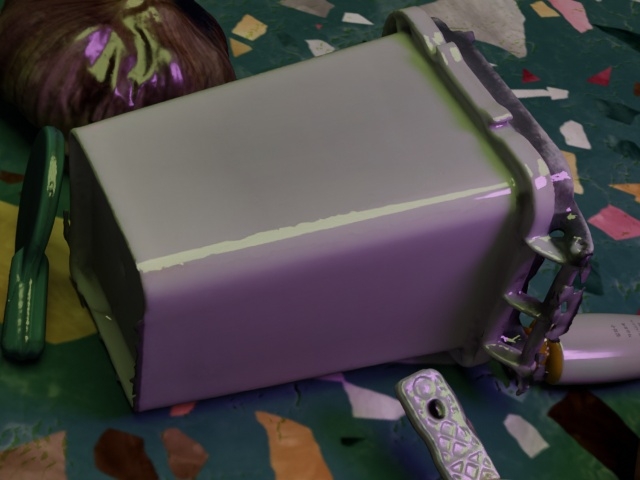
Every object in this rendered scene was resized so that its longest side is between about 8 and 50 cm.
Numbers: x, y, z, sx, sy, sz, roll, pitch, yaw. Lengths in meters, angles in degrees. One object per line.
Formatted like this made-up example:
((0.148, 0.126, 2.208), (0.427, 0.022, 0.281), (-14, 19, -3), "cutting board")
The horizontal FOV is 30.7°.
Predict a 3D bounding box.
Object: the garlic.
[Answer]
((-0.191, -0.185, 1.120), (0.244, 0.160, 0.245), (18, 39, -16), "garlic")

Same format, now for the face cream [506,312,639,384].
((0.256, 0.098, 1.068), (0.182, 0.051, 0.072), (-1, 47, -22), "face cream")

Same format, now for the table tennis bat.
((-0.236, 0.001, 0.954), (0.033, 0.124, 0.201), (10, 63, -22), "table tennis bat")

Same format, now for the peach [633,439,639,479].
((0.351, 0.176, 0.910), (0.235, 0.214, 0.214), (-25, 58, -30), "peach")

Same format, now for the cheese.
((0.131, 0.202, 0.884), (0.127, 0.050, 0.235), (-20, 72, -25), "cheese")

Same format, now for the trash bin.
((0.000, 0.000, 0.948), (0.367, 0.256, 0.296), (-14, 54, -23), "trash bin")
